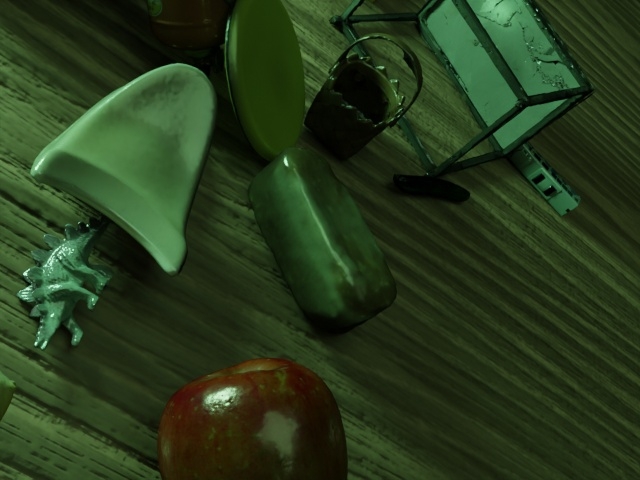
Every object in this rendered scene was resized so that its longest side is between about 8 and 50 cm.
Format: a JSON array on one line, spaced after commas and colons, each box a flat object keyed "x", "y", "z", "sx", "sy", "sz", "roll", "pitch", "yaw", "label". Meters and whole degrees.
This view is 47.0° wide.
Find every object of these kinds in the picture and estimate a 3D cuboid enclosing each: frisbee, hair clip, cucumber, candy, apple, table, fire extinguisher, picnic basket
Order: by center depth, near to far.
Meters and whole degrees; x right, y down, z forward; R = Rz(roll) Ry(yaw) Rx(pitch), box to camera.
[{"x": -0.061, "y": 0.199, "z": 0.690, "sx": 0.181, "sy": 0.181, "sz": 0.169, "roll": -17, "pitch": 97, "yaw": -45, "label": "apple"}, {"x": -0.200, "y": -0.095, "z": 0.816, "sx": 0.172, "sy": 0.113, "sz": 0.282, "roll": 38, "pitch": 47, "yaw": -23, "label": "hair clip"}, {"x": 0.000, "y": 0.000, "z": 0.920, "sx": 0.102, "sy": 0.104, "sz": 0.234, "roll": -10, "pitch": 70, "yaw": -43, "label": "candy"}, {"x": -0.151, "y": -0.365, "z": 0.920, "sx": 0.113, "sy": 0.376, "sz": 0.200, "roll": 10, "pitch": 32, "yaw": 19, "label": "fire extinguisher"}, {"x": -0.066, "y": -0.221, "z": 0.979, "sx": 0.236, "sy": 0.017, "sz": 0.236, "roll": -3, "pitch": 90, "yaw": -70, "label": "frisbee"}, {"x": 0.069, "y": -0.218, "z": 1.072, "sx": 0.128, "sy": 0.178, "sz": 0.138, "roll": 42, "pitch": 43, "yaw": -9, "label": "picnic basket"}, {"x": 0.179, "y": -0.087, "z": 1.186, "sx": 0.184, "sy": 0.033, "sz": 0.036, "roll": 5, "pitch": 34, "yaw": -38, "label": "cucumber"}, {"x": 0.241, "y": -0.316, "z": 1.256, "sx": 0.272, "sy": 0.222, "sz": 0.335, "roll": -20, "pitch": 76, "yaw": -45, "label": "table"}]

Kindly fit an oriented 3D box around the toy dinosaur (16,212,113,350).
[{"x": -0.247, "y": 0.024, "z": 0.743, "sx": 0.082, "sy": 0.039, "sz": 0.209, "roll": 29, "pitch": 42, "yaw": -12, "label": "toy dinosaur"}]

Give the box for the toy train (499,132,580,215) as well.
[{"x": 0.412, "y": -0.137, "z": 1.408, "sx": 0.207, "sy": 0.043, "sz": 0.047, "roll": 47, "pitch": 42, "yaw": -5, "label": "toy train"}]

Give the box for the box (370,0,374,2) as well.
[{"x": 0.084, "y": -0.551, "z": 1.419, "sx": 0.129, "sy": 0.033, "sz": 0.247, "roll": 38, "pitch": 44, "yaw": -15, "label": "box"}]

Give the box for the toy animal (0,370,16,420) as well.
[{"x": -0.340, "y": 0.158, "z": 0.524, "sx": 0.233, "sy": 0.121, "sz": 0.169, "roll": 0, "pitch": 46, "yaw": -29, "label": "toy animal"}]
